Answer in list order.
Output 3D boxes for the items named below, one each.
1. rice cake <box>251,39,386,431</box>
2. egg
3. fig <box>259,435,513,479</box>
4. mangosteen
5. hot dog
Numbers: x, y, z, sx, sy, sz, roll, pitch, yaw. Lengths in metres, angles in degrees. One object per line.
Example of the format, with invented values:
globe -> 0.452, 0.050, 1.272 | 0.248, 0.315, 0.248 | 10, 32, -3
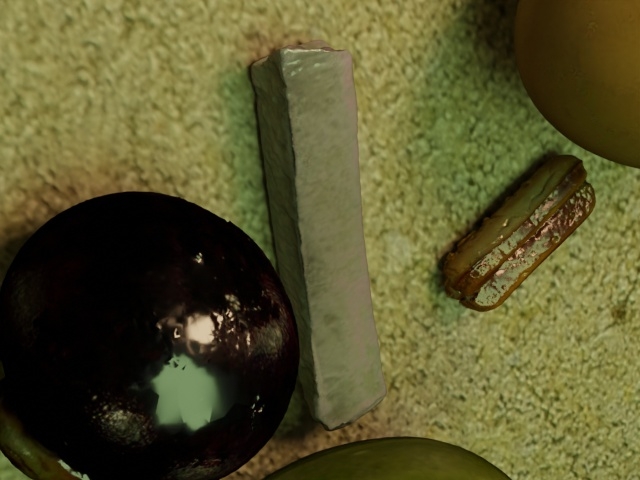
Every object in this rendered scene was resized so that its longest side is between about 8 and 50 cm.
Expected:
rice cake -> 0.000, 0.000, 1.230 | 0.072, 0.056, 0.365 | -23, 127, -20
egg -> 0.301, -0.177, 1.238 | 0.322, 0.250, 0.250 | -16, 123, -22
fig -> 0.035, 0.297, 1.288 | 0.316, 0.316, 0.316 | -19, 125, -30
mangosteen -> -0.137, 0.086, 1.092 | 0.211, 0.211, 0.250 | 13, 137, -42
hot dog -> 0.172, -0.004, 1.374 | 0.165, 0.045, 0.071 | -43, 135, -11
